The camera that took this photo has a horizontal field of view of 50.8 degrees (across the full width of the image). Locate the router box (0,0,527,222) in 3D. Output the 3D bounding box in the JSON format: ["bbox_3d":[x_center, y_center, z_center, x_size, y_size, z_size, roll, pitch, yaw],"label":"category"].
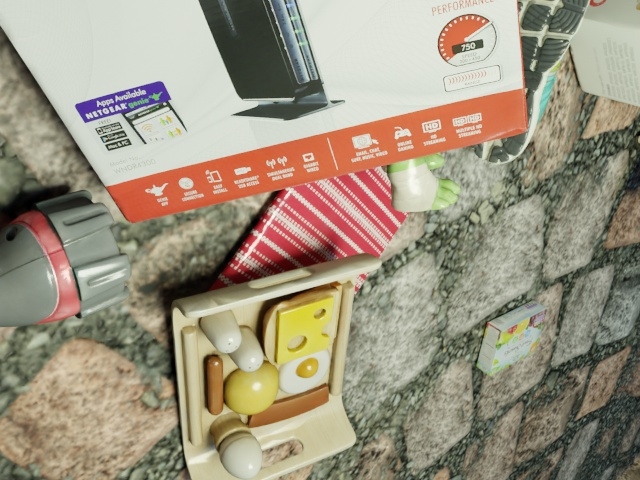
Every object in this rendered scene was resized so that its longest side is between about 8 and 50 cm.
[{"bbox_3d":[-0.044,-0.176,0.466,0.335,0.082,0.301,-12,133,10],"label":"router box"}]

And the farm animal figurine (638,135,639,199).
[{"bbox_3d":[0.702,-0.224,1.237,0.330,0.172,0.326,-31,121,-16],"label":"farm animal figurine"}]

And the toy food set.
[{"bbox_3d":[-0.043,0.161,0.763,0.220,0.092,0.306,-14,131,-24],"label":"toy food set"}]

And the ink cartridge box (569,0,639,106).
[{"bbox_3d":[0.568,-0.299,0.887,0.279,0.385,0.160,-49,135,-9],"label":"ink cartridge box"}]

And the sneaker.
[{"bbox_3d":[0.268,-0.234,0.877,0.110,0.107,0.275,-23,136,-57],"label":"sneaker"}]

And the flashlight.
[{"bbox_3d":[-0.297,0.054,0.492,0.304,0.103,0.103,-23,130,-33],"label":"flashlight"}]

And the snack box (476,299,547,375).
[{"bbox_3d":[0.350,0.177,1.232,0.141,0.037,0.100,-17,126,-36],"label":"snack box"}]

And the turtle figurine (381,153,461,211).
[{"bbox_3d":[0.113,-0.182,0.658,0.275,0.198,0.266,-30,125,-23],"label":"turtle figurine"}]

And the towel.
[{"bbox_3d":[0.000,0.000,0.796,0.275,0.031,0.199,-55,137,-5],"label":"towel"}]
